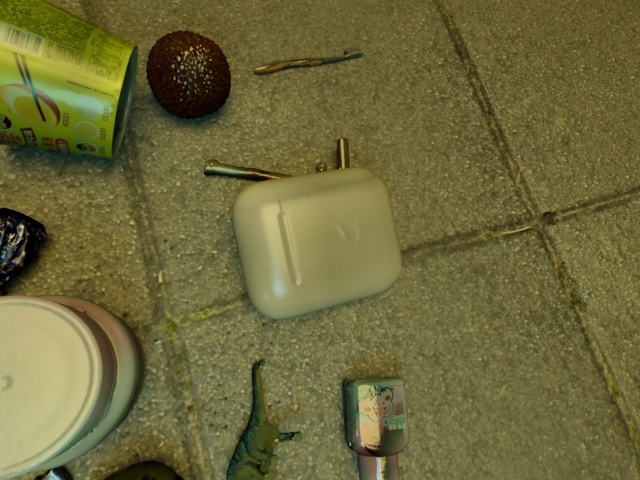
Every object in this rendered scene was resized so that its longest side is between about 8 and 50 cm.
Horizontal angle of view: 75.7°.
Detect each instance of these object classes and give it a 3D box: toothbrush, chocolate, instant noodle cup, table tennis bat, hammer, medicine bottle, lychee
[{"bbox_3d":[-0.026,-0.478,1.097,0.321,0.023,0.031,-21,73,-20],"label":"toothbrush"},{"bbox_3d":[-0.604,0.117,0.724,0.148,0.126,0.343,0,72,26],"label":"chocolate"},{"bbox_3d":[-0.494,-0.295,0.792,0.221,0.311,0.311,14,70,-22],"label":"instant noodle cup"},{"bbox_3d":[0.061,-0.132,0.998,0.131,0.022,0.234,1,82,-24],"label":"table tennis bat"},{"bbox_3d":[-0.124,-0.152,0.968,0.287,0.033,0.111,7,71,-12],"label":"hammer"},{"bbox_3d":[-0.413,0.208,0.623,0.256,0.325,0.256,6,71,-17],"label":"medicine bottle"},{"bbox_3d":[-0.287,-0.365,0.914,0.194,0.194,0.194,4,73,-13],"label":"lychee"},{"bbox_3d":[0.111,0.377,0.834,0.119,0.094,0.188,2,73,-15],"label":"medicine bottle"}]

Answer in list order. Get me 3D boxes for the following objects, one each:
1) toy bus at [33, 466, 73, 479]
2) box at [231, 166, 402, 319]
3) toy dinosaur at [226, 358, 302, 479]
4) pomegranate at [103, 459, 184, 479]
[{"bbox_3d":[-0.486,0.452,0.682,0.061,0.051,0.153,46,67,-11],"label":"toy bus"},{"bbox_3d":[0.000,0.000,0.878,0.349,0.141,0.289,-12,93,-18],"label":"box"},{"bbox_3d":[-0.125,0.411,0.761,0.076,0.147,0.363,35,65,-47],"label":"toy dinosaur"},{"bbox_3d":[-0.306,0.455,0.647,0.179,0.210,0.179,-2,79,9],"label":"pomegranate"}]
